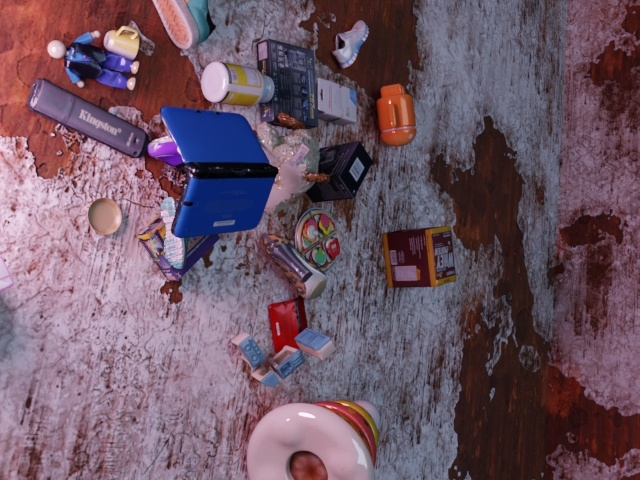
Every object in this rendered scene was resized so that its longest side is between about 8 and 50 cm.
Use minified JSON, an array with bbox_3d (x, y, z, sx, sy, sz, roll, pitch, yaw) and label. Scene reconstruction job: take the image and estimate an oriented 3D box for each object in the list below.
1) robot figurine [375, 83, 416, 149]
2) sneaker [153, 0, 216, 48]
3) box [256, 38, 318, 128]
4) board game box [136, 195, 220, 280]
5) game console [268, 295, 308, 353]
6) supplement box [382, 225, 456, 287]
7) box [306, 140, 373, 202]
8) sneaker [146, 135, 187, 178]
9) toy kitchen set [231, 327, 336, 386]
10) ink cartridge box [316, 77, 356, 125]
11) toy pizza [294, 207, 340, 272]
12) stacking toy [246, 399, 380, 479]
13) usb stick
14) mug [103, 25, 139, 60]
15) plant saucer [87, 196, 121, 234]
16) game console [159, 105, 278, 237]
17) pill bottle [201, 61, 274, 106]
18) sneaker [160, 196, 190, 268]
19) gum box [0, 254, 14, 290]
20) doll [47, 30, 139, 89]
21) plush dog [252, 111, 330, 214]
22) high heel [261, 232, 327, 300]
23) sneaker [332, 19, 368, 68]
[{"bbox_3d":[0.258,-0.414,2.243,0.128,0.158,0.219,-9,93,-19],"label":"robot figurine"},{"bbox_3d":[-0.348,-0.628,1.609,0.121,0.108,0.302,-44,126,-42],"label":"sneaker"},{"bbox_3d":[-0.093,-0.444,1.903,0.184,0.059,0.232,-3,89,-46],"label":"box"},{"bbox_3d":[-0.338,-0.009,1.599,0.170,0.048,0.141,-51,121,-38],"label":"board game box"},{"bbox_3d":[-0.088,0.237,1.883,0.124,0.085,0.143,-10,94,-17],"label":"game console"},{"bbox_3d":[0.332,0.055,2.232,0.129,0.194,0.191,-9,94,-49],"label":"supplement box"},{"bbox_3d":[0.047,-0.202,1.963,0.093,0.158,0.156,52,51,-32],"label":"box"},{"bbox_3d":[-0.288,-0.179,1.630,0.294,0.102,0.146,-1,88,-48],"label":"sneaker"},{"bbox_3d":[-0.097,0.273,1.744,0.207,0.122,0.166,-38,115,-23],"label":"toy kitchen set"},{"bbox_3d":[0.032,-0.425,2.040,0.181,0.062,0.104,6,81,-48],"label":"ink cartridge box"},{"bbox_3d":[0.000,0.000,1.988,0.201,0.032,0.201,5,83,-48],"label":"toy pizza"},{"bbox_3d":[0.044,0.554,1.852,0.480,0.351,0.350,-19,102,-66],"label":"stacking toy"},{"bbox_3d":[-0.499,-0.261,1.444,0.278,0.045,0.077,26,67,-44],"label":"usb stick"},{"bbox_3d":[-0.451,-0.453,1.502,0.064,0.062,0.078,9,115,-39],"label":"mug"},{"bbox_3d":[-0.481,-0.053,1.468,0.083,0.015,0.083,6,81,-48],"label":"plant saucer"},{"bbox_3d":[-0.257,-0.161,1.570,0.293,0.173,0.250,-8,126,-55],"label":"game console"},{"bbox_3d":[-0.212,-0.405,1.735,0.184,0.103,0.103,-5,90,-48],"label":"pill bottle"},{"bbox_3d":[-0.320,-0.018,1.540,0.076,0.065,0.166,-6,93,-51],"label":"sneaker"},{"bbox_3d":[-0.659,0.087,1.187,0.188,0.107,0.062,-31,110,-45],"label":"gum box"},{"bbox_3d":[-0.496,-0.393,1.446,0.189,0.046,0.128,11,95,-34],"label":"doll"},{"bbox_3d":[-0.065,-0.222,1.805,0.225,0.211,0.262,-73,160,-55],"label":"plush dog"},{"bbox_3d":[-0.074,0.071,1.883,0.093,0.186,0.261,-44,158,-7],"label":"high heel"},{"bbox_3d":[0.092,-0.647,2.126,0.083,0.071,0.190,40,58,-32],"label":"sneaker"}]
